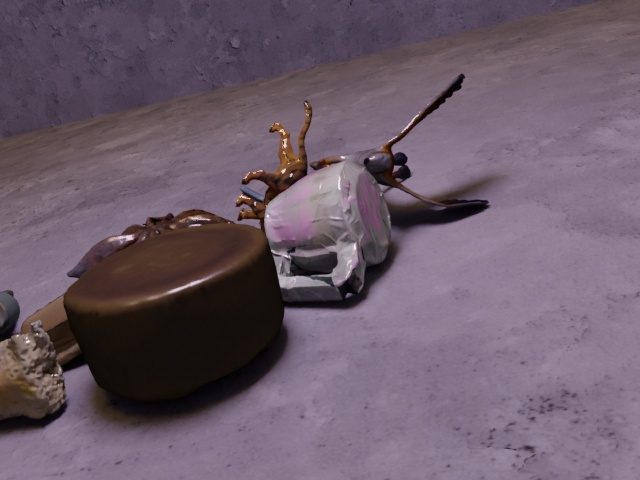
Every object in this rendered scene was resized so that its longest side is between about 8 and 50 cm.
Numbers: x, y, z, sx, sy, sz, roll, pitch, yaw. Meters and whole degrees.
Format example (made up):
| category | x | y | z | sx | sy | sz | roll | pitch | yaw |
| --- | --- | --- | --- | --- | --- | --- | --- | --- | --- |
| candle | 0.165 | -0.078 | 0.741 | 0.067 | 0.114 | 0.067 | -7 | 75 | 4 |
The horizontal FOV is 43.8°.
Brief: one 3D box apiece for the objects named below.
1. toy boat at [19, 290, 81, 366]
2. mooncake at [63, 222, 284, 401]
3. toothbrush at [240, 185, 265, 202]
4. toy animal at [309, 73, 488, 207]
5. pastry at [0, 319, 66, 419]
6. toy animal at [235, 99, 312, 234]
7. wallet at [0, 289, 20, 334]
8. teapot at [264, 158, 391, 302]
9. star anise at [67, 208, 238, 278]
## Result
| category | x | y | z | sx | sy | sz | roll | pitch | yaw |
| --- | --- | --- | --- | --- | --- | --- | --- | --- | --- |
| toy boat | -0.356 | 0.114 | 1.186 | 0.188 | 0.061 | 0.116 | -33 | 24 | -4 |
| mooncake | -0.186 | 0.091 | 1.057 | 0.284 | 0.155 | 0.284 | -15 | 18 | 5 |
| toothbrush | -0.125 | -0.090 | 1.673 | 0.016 | 0.019 | 0.219 | -28 | 23 | -17 |
| toy animal | 0.101 | -0.143 | 1.393 | 0.302 | 0.225 | 0.284 | -10 | 0 | -26 |
| pastry | -0.457 | 0.197 | 1.052 | 0.258 | 0.121 | 0.089 | -18 | -8 | 15 |
| toy animal | -0.058 | -0.105 | 1.313 | 0.116 | 0.255 | 0.114 | 21 | 11 | 1 |
| wallet | -0.606 | 0.143 | 1.249 | 0.252 | 0.083 | 0.360 | -15 | 5 | -11 |
| teapot | 0.007 | 0.002 | 1.215 | 0.178 | 0.222 | 0.163 | -15 | -21 | 27 |
| star anise | -0.273 | 0.025 | 1.361 | 0.315 | 0.108 | 0.315 | -12 | 24 | 5 |
